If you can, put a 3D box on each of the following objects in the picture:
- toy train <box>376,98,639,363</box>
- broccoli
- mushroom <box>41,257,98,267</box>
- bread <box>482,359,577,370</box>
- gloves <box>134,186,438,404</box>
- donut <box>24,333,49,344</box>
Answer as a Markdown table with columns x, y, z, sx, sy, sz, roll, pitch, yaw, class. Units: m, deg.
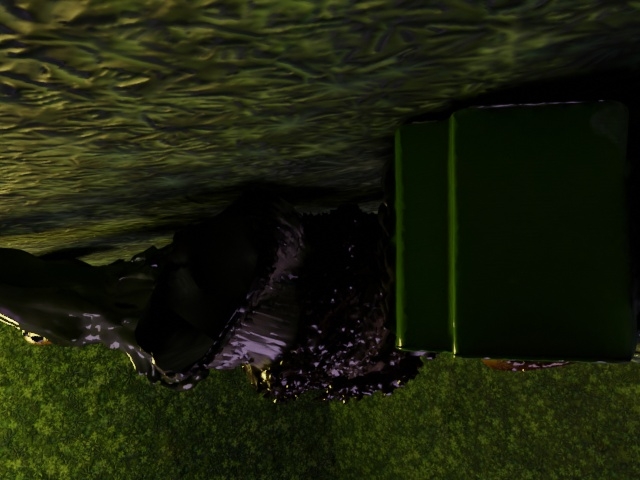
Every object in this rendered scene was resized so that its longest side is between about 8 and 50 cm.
| x | y | z | sx | sy | sz | roll | pitch | yaw | class |
| --- | --- | --- | --- | --- | --- | --- | --- | --- | --- |
| 0.164 | 0.000 | 0.438 | 0.249 | 0.173 | 0.307 | 0 | 177 | 10 | toy train |
| -0.236 | 0.051 | 0.636 | 0.304 | 0.164 | 0.145 | 9 | -159 | -22 | broccoli |
| -0.380 | 0.068 | 0.840 | 0.312 | 0.081 | 0.100 | -6 | 174 | 37 | mushroom |
| 0.364 | 0.084 | 0.757 | 0.381 | 0.109 | 0.185 | -5 | 175 | -20 | bread |
| 0.000 | 0.055 | 0.608 | 0.313 | 0.210 | 0.135 | 24 | 174 | -41 | gloves |
| -0.484 | 0.141 | 1.294 | 0.227 | 0.113 | 0.226 | -9 | 176 | -1 | donut |
